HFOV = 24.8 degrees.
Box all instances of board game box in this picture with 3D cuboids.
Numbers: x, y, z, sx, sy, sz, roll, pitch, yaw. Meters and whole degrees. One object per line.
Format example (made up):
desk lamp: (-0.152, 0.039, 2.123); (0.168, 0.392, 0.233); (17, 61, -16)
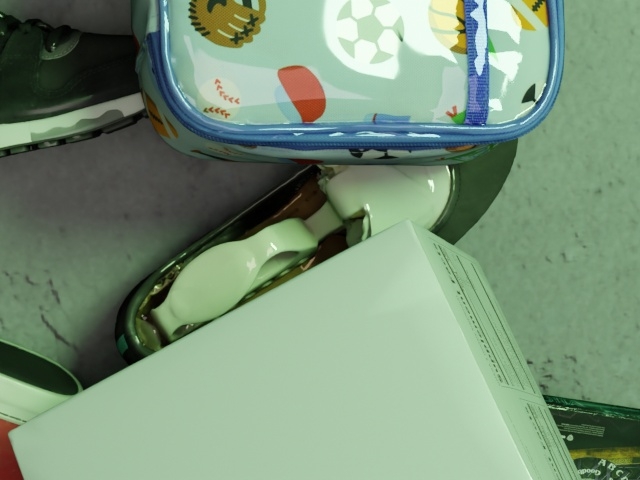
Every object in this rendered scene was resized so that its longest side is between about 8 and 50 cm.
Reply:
board game box: (0.199, 0.174, 0.975); (0.186, 0.026, 0.126); (10, 101, -9)

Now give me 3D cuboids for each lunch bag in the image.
lunch bag: (0.017, -0.191, 0.791); (0.243, 0.115, 0.304); (-1, 84, -9)

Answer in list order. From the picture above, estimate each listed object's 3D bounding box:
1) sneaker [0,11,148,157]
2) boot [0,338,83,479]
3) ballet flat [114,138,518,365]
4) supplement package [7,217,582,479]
sneaker: (-0.209, -0.104, 0.828); (0.283, 0.107, 0.124); (-13, 98, -4)
boot: (-0.290, 0.117, 0.876); (0.244, 0.088, 0.176); (27, 99, -15)
ballet flat: (0.000, 0.000, 0.869); (0.280, 0.096, 0.095); (-35, 82, 1)
supplement package: (-0.003, 0.144, 0.812); (0.261, 0.145, 0.204); (-28, 73, 13)
